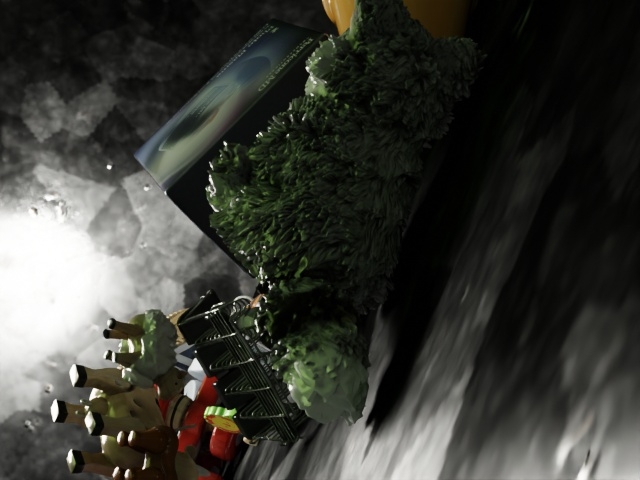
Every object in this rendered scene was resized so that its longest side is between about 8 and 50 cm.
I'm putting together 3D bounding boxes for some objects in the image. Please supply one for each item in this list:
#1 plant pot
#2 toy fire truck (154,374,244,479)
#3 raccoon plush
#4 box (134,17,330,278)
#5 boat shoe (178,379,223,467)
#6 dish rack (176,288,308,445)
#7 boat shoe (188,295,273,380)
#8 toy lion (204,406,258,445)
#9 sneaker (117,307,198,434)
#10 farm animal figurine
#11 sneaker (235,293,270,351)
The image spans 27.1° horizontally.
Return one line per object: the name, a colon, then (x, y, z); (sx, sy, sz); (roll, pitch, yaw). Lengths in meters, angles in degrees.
plant pot: (0.102, -0.277, 1.650); (0.205, 0.205, 0.188); (119, 156, -51)
toy fire truck: (-0.223, 0.385, 2.325); (0.254, 0.169, 0.302); (73, -142, -68)
raccoon plush: (0.070, -0.049, 1.355); (0.299, 0.216, 0.446); (-50, 40, 22)
box: (-0.078, -0.140, 1.830); (0.296, 0.183, 0.294); (-45, 21, -2)
boat shoe: (-0.229, 0.408, 2.528); (0.109, 0.094, 0.302); (-45, 32, 52)
dish rack: (-0.088, 0.158, 1.646); (0.074, 0.208, 0.271); (-33, 3, -18)
boat shoe: (-0.149, 0.184, 2.484); (0.367, 0.136, 0.156); (133, 159, -69)
toy lion: (-0.132, 0.280, 2.057); (0.100, 0.096, 0.034); (124, 168, -64)
sneaker: (-0.278, 0.253, 2.409); (0.282, 0.099, 0.153); (-47, -47, -39)
farm animal figurine: (-0.250, 0.301, 1.760); (0.330, 0.172, 0.327); (-47, 44, 37)
sneaker: (-0.008, 0.062, 1.728); (0.180, 0.124, 0.321); (-62, 11, -15)
